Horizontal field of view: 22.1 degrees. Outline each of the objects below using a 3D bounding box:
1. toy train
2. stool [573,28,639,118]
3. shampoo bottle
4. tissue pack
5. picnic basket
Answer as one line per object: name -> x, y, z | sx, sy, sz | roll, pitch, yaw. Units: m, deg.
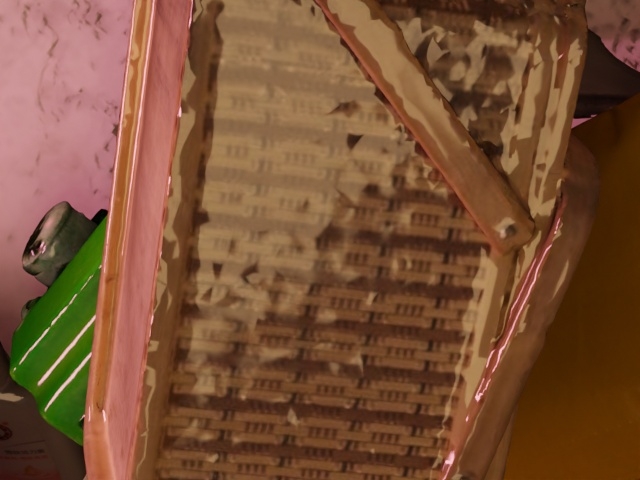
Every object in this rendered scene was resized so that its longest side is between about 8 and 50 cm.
toy train -> -0.073, 0.076, 0.973 | 0.243, 0.188, 0.132 | 37, 101, -18
stool -> 0.060, -0.211, 0.889 | 0.269, 0.170, 0.244 | 3, 111, -9
shampoo bottle -> -0.194, 0.103, 1.002 | 0.080, 0.040, 0.165 | 5, 146, 9
tissue pack -> 0.155, 0.040, 0.870 | 0.134, 0.271, 0.192 | -3, 73, -40
picnic basket -> 0.000, 0.000, 0.740 | 0.175, 0.228, 0.313 | 5, 107, -12
